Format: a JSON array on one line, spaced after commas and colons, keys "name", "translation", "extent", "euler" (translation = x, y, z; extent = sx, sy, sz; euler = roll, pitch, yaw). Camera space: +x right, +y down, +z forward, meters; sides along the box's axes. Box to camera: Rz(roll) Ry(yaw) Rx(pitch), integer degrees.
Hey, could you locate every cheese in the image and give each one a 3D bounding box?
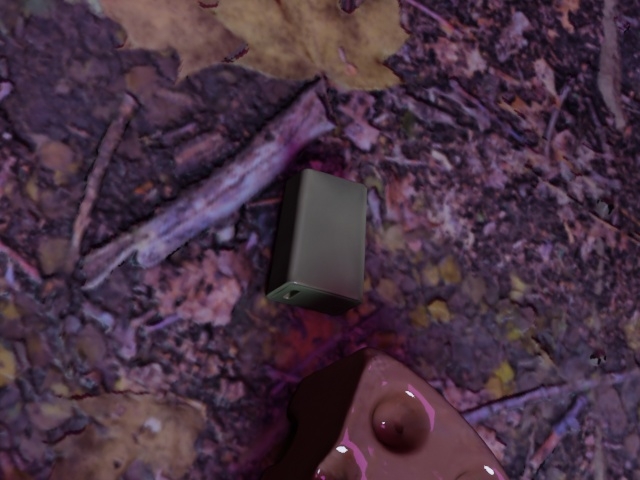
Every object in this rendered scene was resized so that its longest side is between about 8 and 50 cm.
[{"name": "cheese", "translation": [0.023, 0.168, 0.981], "extent": [0.203, 0.128, 0.177], "euler": [-4, 75, -24]}]

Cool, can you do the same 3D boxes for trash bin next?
[{"name": "trash bin", "translation": [0.000, 0.000, 1.060], "extent": [0.061, 0.043, 0.092], "euler": [15, 68, -23]}]
